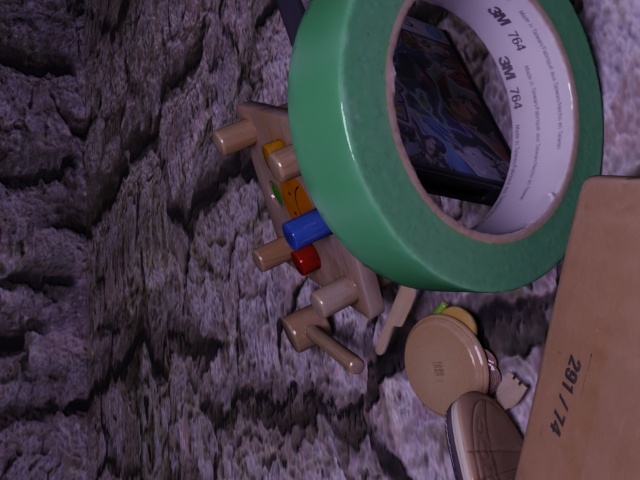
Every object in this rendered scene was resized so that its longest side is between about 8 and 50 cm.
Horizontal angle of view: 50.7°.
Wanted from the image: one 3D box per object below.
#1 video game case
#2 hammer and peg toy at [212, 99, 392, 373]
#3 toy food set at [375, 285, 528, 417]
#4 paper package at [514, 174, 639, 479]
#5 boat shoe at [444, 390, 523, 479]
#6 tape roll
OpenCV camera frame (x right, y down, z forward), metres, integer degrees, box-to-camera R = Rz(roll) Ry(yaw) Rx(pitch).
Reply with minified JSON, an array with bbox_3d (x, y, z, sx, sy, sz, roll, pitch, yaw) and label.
[{"bbox_3d":[0.088,-0.163,0.731,0.035,0.248,0.274,-47,48,39],"label":"video game case"},{"bbox_3d":[0.000,0.000,0.889,0.266,0.127,0.361,28,140,58],"label":"hammer and peg toy"},{"bbox_3d":[0.151,0.142,0.784,0.192,0.039,0.132,45,127,37],"label":"toy food set"},{"bbox_3d":[0.264,0.126,0.406,0.309,0.168,0.324,-135,54,-82],"label":"paper package"},{"bbox_3d":[0.172,0.295,0.661,0.092,0.103,0.285,-38,62,44],"label":"boat shoe"},{"bbox_3d":[0.125,-0.114,0.600,0.077,0.321,0.321,-3,82,55],"label":"tape roll"}]
